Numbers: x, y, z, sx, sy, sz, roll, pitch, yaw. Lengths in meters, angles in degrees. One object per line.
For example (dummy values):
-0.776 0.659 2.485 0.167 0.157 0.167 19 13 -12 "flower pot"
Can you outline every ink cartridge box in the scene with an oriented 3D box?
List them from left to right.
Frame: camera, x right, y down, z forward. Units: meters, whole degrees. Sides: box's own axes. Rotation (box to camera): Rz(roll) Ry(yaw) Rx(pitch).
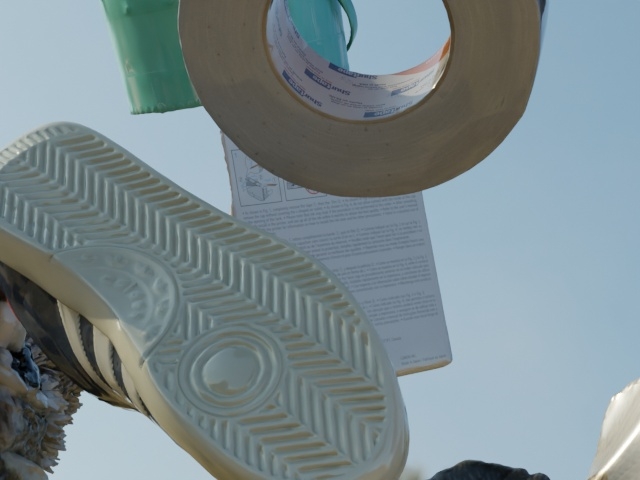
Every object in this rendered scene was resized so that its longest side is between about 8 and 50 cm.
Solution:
0.000 0.000 1.458 0.181 0.224 0.056 -8 -5 -37 "ink cartridge box"

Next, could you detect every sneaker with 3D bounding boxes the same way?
-0.070 0.066 1.138 0.350 0.131 0.148 41 -24 38 "sneaker"

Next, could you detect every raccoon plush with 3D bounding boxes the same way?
-0.280 0.201 1.473 0.216 0.299 0.446 2 -59 -5 "raccoon plush"

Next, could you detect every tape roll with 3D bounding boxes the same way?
0.027 -0.137 1.177 0.219 0.072 0.219 4 -60 8 "tape roll"

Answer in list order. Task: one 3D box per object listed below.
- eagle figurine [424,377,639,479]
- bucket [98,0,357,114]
0.102 0.222 1.057 0.298 0.225 0.226 -13 -26 -10 "eagle figurine"
-0.101 -0.243 2.050 0.281 0.183 0.281 -11 8 2 "bucket"
